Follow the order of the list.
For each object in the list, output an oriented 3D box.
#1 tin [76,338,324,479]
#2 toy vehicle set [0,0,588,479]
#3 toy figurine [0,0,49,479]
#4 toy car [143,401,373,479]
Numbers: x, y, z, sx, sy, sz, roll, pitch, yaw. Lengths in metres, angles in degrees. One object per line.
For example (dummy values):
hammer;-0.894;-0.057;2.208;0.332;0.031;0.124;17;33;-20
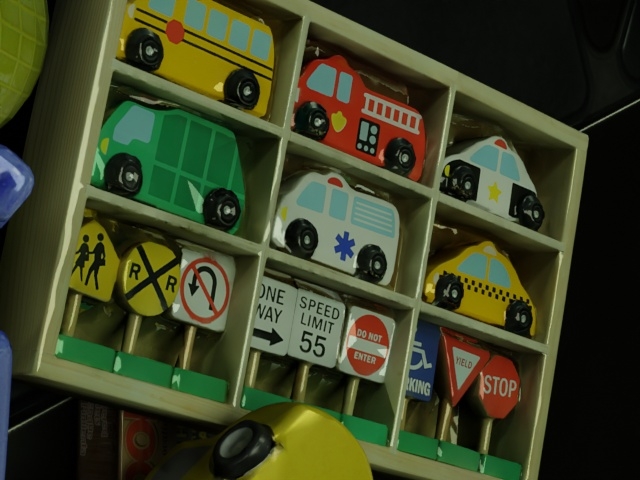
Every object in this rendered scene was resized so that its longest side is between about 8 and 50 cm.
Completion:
tin;-0.047;0.057;0.732;0.106;0.040;0.190;5;84;-48
toy vehicle set;0.000;0.000;0.730;0.267;0.035;0.166;20;75;-42
toy figurine;-0.140;0.052;0.473;0.362;0.217;0.191;-34;138;-43
toy car;-0.091;0.175;0.656;0.239;0.053;0.225;-12;110;-24
